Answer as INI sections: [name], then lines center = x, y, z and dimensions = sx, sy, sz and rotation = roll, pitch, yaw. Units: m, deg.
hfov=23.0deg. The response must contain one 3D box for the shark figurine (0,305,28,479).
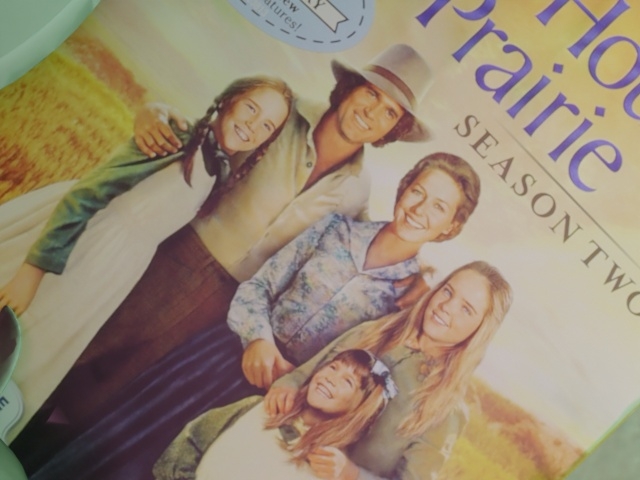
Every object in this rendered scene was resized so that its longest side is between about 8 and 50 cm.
[shark figurine]
center = -0.189, 0.042, 0.646
dimensions = 0.278, 0.166, 0.116
rotation = 38, 62, 21

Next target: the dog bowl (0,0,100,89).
[dog bowl]
center = -0.234, -0.207, 0.624
dimensions = 0.348, 0.102, 0.349
rotation = 5, 64, -11

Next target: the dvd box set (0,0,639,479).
[dvd box set]
center = 0.000, 0.000, 0.707
dimensions = 0.420, 0.062, 0.307
rotation = -43, 87, -2
